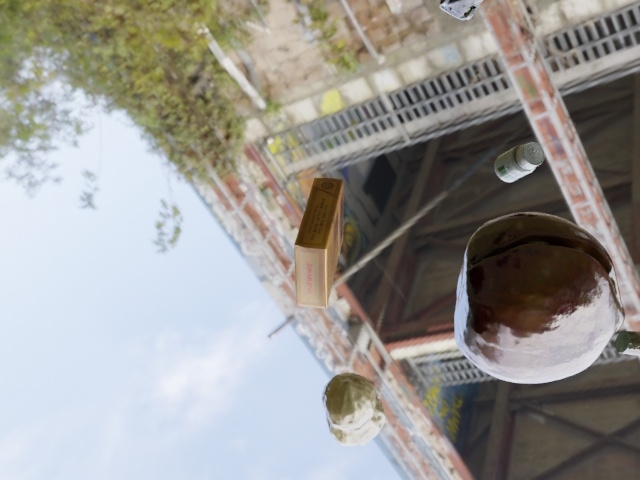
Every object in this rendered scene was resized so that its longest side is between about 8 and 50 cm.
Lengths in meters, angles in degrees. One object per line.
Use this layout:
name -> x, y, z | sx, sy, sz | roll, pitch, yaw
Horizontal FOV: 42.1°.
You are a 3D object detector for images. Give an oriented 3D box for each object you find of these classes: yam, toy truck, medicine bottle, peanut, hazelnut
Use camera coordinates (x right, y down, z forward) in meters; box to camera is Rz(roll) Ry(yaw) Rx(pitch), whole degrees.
yam -> 0.685, 0.218, 1.731 | 0.132, 0.054, 0.054 | 8, -152, -9
toy truck -> 0.222, -0.373, 1.184 | 0.123, 0.052, 0.062 | -41, -151, 57
medicine bottle -> 0.522, -0.207, 2.179 | 0.080, 0.080, 0.130 | -46, -175, -23
peanut -> 0.072, 0.383, 1.890 | 0.149, 0.313, 0.149 | -3, -116, 5
hazelnut -> 0.501, 0.131, 1.999 | 0.402, 0.429, 0.402 | -3, -148, 2

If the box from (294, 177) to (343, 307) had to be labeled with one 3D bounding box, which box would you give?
box -> 0.000, 0.000, 1.907 | 0.076, 0.174, 0.274 | 6, -143, 7
